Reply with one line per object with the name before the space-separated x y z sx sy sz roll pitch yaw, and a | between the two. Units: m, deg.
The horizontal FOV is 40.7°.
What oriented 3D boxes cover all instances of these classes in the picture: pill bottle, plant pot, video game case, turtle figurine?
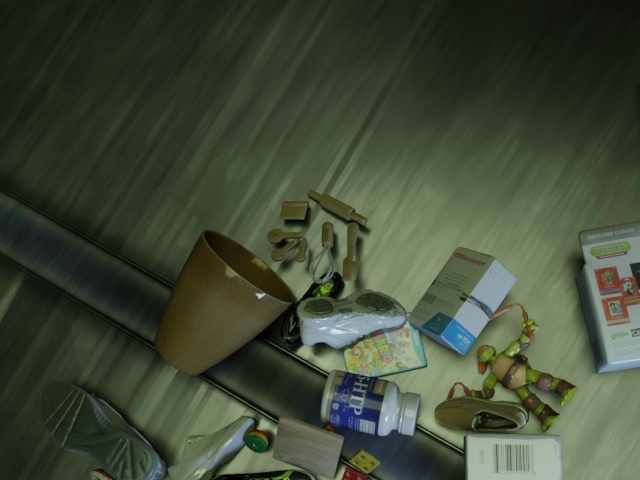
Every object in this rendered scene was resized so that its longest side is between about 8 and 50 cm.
pill bottle | 0.102 0.331 1.733 0.187 0.112 0.111 10 77 11
plant pot | -0.224 0.147 1.794 0.237 0.237 0.254 42 100 16
video game case | 0.129 0.224 1.808 0.166 0.015 0.119 -13 73 5
turtle figurine | 0.383 0.280 1.715 0.217 0.087 0.269 38 99 25

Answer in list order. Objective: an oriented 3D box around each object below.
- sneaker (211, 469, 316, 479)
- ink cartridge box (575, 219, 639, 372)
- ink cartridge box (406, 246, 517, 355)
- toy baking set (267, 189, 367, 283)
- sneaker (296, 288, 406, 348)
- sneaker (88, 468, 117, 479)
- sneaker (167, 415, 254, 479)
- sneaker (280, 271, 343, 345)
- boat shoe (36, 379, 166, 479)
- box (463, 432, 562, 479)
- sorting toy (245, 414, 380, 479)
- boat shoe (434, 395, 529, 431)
sneaker | -0.125 0.507 1.729 0.235 0.097 0.084 -6 75 7
ink cartridge box | 0.678 0.097 1.695 0.310 0.130 0.271 -9 72 6
ink cartridge box | 0.283 0.119 1.740 0.082 0.140 0.190 41 82 -24
toy baking set | 0.003 -0.006 1.848 0.256 0.030 0.196 25 68 28
sneaker | 0.062 0.171 1.787 0.232 0.115 0.090 -2 35 -10
sneaker | -0.397 0.551 1.767 0.225 0.088 0.092 37 90 19
sneaker | -0.233 0.427 1.784 0.212 0.080 0.094 -45 62 -3
sneaker | -0.024 0.137 1.822 0.067 0.078 0.188 37 84 16
boat shoe | -0.463 0.406 1.816 0.321 0.103 0.118 28 80 18
box | 0.367 0.462 1.652 0.181 0.119 0.181 -1 76 9
sorting toy | -0.012 0.407 1.731 0.275 0.132 0.046 18 40 10
boat shoe | 0.303 0.342 1.672 0.190 0.072 0.068 -9 99 31
